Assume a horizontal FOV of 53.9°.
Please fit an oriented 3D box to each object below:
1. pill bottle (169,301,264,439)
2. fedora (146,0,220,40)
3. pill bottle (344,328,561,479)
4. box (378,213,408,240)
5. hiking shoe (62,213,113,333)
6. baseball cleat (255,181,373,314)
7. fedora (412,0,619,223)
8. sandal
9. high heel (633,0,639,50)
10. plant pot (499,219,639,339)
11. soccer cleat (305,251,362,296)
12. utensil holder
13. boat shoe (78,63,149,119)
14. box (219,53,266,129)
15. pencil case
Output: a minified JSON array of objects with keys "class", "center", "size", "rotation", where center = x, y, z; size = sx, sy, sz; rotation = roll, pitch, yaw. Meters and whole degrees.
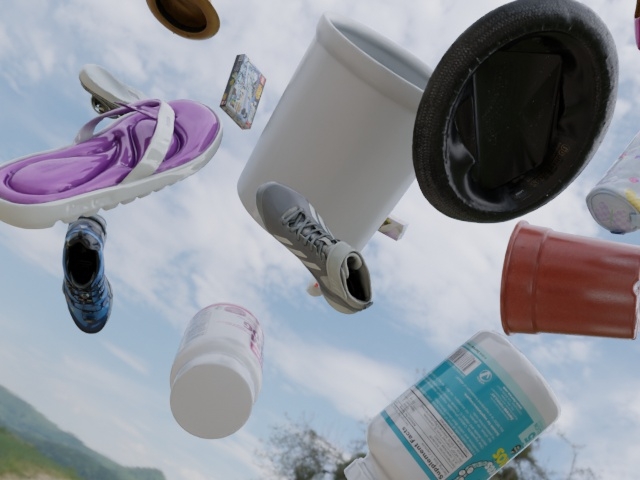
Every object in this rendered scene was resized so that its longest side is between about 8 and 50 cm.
[{"class":"pill bottle","center":[-0.183,0.228,1.139],"size":[0.160,0.160,0.283],"rotation":[34,8,-11]},{"class":"fedora","center":[-0.324,-0.575,1.523],"size":[0.194,0.079,0.194],"rotation":[12,-27,6]},{"class":"pill bottle","center":[0.160,0.245,0.800],"size":[0.146,0.264,0.146],"rotation":[51,-3,4]},{"class":"box","center":[0.147,-0.101,2.173],"size":[0.323,0.063,0.067],"rotation":[30,18,18]},{"class":"hiking shoe","center":[-0.538,0.093,1.418],"size":[0.113,0.132,0.304],"rotation":[0,-65,-7]},{"class":"baseball cleat","center":[0.000,0.000,0.791],"size":[0.206,0.072,0.109],"rotation":[50,-22,-3]},{"class":"fedora","center":[0.252,-0.192,0.902],"size":[0.334,0.334,0.153],"rotation":[51,9,-38]},{"class":"sandal","center":[-0.277,-0.141,0.899],"size":[0.169,0.416,0.102],"rotation":[27,-51,15]},{"class":"high heel","center":[0.608,-0.494,1.216],"size":[0.117,0.082,0.244],"rotation":[2,-68,-1]},{"class":"plant pot","center":[0.566,0.101,1.396],"size":[0.264,0.273,0.272],"rotation":[7,-34,31]},{"class":"soccer cleat","center":[0.032,0.075,1.693],"size":[0.068,0.196,0.076],"rotation":[52,-22,-15]},{"class":"utensil holder","center":[0.053,-0.195,1.257],"size":[0.327,0.328,0.386],"rotation":[31,-64,-5]},{"class":"boat shoe","center":[-0.392,-0.262,1.192],"size":[0.078,0.070,0.219],"rotation":[58,10,14]},{"class":"box","center":[-0.171,-0.329,1.397],"size":[0.027,0.137,0.094],"rotation":[3,-23,30]},{"class":"pencil case","center":[0.641,-0.136,1.239],"size":[0.114,0.273,0.124],"rotation":[54,-23,-24]}]
